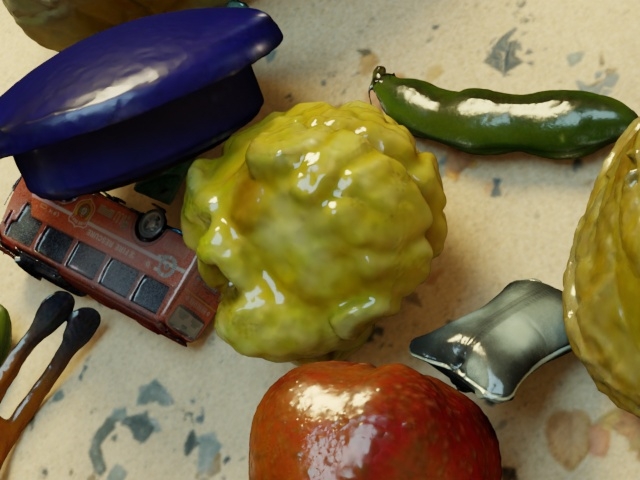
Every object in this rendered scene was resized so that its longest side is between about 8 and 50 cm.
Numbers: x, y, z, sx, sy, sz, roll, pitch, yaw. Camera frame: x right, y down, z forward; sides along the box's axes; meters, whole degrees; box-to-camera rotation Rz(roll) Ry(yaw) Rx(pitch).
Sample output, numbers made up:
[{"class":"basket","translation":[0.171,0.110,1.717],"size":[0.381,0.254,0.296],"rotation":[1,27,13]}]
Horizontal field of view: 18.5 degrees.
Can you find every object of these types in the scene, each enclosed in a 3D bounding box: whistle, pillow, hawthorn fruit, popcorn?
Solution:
[{"class":"whistle","translation":[-0.103,-0.117,1.679],"size":[0.039,0.039,0.186],"rotation":[16,74,35]},{"class":"pillow","translation":[0.136,0.069,1.401],"size":[0.135,0.055,0.091],"rotation":[-30,16,-32]},{"class":"hawthorn fruit","translation":[0.034,0.184,1.353],"size":[0.179,0.179,0.200],"rotation":[4,83,32]},{"class":"popcorn","translation":[0.000,0.000,1.475],"size":[0.226,0.200,0.203],"rotation":[-1,105,32]}]

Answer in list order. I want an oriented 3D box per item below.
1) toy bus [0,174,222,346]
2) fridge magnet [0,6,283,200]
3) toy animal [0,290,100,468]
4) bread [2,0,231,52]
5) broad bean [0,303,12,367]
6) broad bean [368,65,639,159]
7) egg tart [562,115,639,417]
[{"class":"toy bus","translation":[-0.175,0.006,1.630],"size":[0.235,0.073,0.096],"rotation":[22,77,38]},{"class":"fridge magnet","translation":[-0.152,-0.112,1.556],"size":[0.265,0.113,0.265],"rotation":[-21,12,4]},{"class":"toy animal","translation":[-0.288,0.219,1.548],"size":[0.302,0.225,0.284],"rotation":[-41,32,19]},{"class":"bread","translation":[-0.121,-0.321,1.674],"size":[0.388,0.236,0.183],"rotation":[-30,57,12]},{"class":"broad bean","translation":[-0.344,0.132,1.672],"size":[0.213,0.048,0.070],"rotation":[-38,52,5]},{"class":"broad bean","translation":[0.133,-0.095,1.523],"size":[0.254,0.046,0.065],"rotation":[11,57,35]},{"class":"egg tart","translation":[0.319,-0.012,1.307],"size":[0.351,0.153,0.339],"rotation":[-8,63,26]}]
